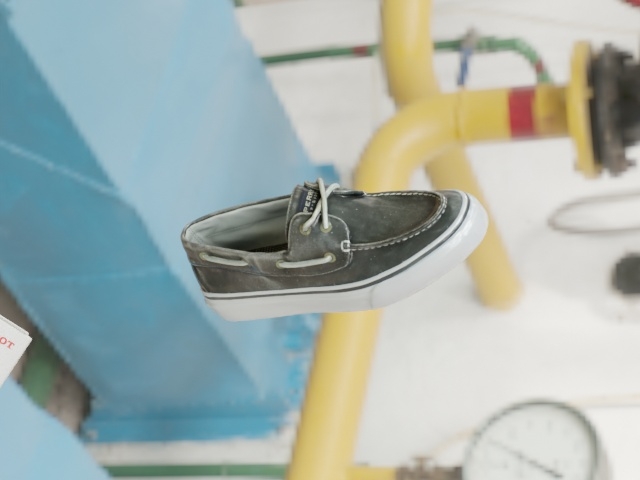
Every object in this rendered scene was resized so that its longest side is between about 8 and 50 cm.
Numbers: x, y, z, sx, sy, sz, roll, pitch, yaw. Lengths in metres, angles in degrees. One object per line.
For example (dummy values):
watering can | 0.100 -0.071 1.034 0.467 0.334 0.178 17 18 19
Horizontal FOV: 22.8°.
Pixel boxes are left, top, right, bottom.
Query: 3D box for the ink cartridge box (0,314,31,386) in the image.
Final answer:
ink cartridge box | -0.448 0.150 1.830 0.140 0.082 0.190 37 79 -30

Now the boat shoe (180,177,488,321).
boat shoe | 0.000 0.000 1.590 0.119 0.335 0.121 55 34 -31
